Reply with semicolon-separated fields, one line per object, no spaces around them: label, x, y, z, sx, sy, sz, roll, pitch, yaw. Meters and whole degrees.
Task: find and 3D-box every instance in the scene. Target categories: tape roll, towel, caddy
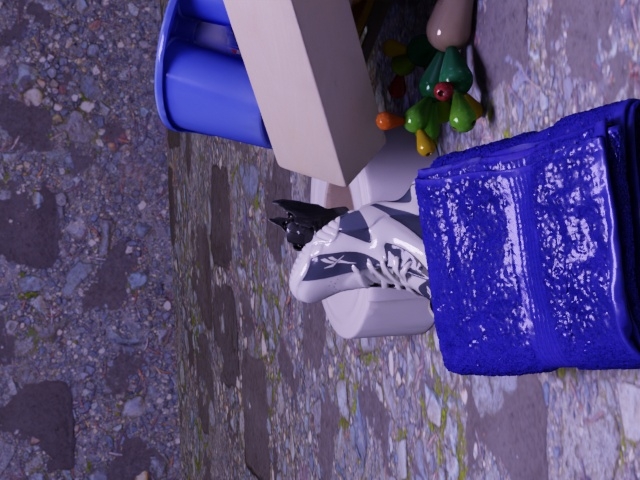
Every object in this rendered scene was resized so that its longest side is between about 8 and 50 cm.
tape roll;0.069;-0.018;1.924;0.286;0.100;0.286;178;90;-75
towel;0.190;0.008;1.394;0.308;0.076;0.227;-13;79;61
caddy;-0.094;-0.237;1.871;0.341;0.179;0.241;-2;-72;-75

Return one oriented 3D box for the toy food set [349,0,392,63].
toy food set;0.076;-0.298;1.779;0.306;0.092;0.219;112;180;-63

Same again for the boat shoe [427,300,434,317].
boat shoe;0.154;0.089;1.742;0.042;0.049;0.133;-53;18;14

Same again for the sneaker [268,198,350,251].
sneaker;0.000;-0.002;1.814;0.170;0.089;0.051;-118;30;-58

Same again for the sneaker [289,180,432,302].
sneaker;0.090;0.035;1.672;0.153;0.235;0.094;61;178;34

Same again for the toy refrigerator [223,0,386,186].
toy refrigerator;-0.014;-0.196;1.685;0.102;0.094;0.269;19;144;34

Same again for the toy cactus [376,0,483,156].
toy cactus;0.123;-0.199;1.717;0.219;0.112;0.180;-107;29;-67
